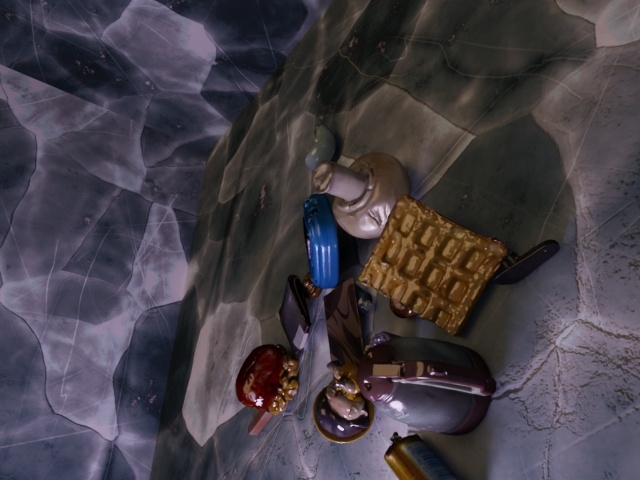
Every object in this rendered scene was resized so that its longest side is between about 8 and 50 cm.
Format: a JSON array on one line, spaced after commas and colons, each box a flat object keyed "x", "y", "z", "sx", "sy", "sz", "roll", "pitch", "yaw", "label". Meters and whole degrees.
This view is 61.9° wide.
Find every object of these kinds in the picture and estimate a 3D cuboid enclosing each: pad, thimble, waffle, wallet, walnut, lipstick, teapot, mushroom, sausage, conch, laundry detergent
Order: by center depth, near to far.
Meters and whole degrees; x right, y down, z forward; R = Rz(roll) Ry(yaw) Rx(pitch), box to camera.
[{"x": 0.260, "y": 0.343, "z": 1.308, "sx": 0.315, "sy": 0.312, "sz": 0.233, "roll": -25, "pitch": 53, "yaw": 52, "label": "teapot"}, {"x": 0.256, "y": 0.594, "z": 1.356, "sx": 0.125, "sy": 0.117, "sz": 0.317, "roll": -53, "pitch": 28, "yaw": -1, "label": "sausage"}, {"x": 0.309, "y": 0.067, "z": 1.498, "sx": 0.348, "sy": 0.078, "sz": 0.304, "roll": 32, "pitch": 100, "yaw": 28, "label": "waffle"}, {"x": 0.206, "y": 0.358, "z": 1.611, "sx": 0.150, "sy": 0.098, "sz": 0.150, "roll": -37, "pitch": 42, "yaw": 43, "label": "thimble"}, {"x": 0.261, "y": 0.182, "z": 1.641, "sx": 0.127, "sy": 0.087, "sz": 0.127, "roll": -42, "pitch": 34, "yaw": 39, "label": "mushroom"}, {"x": 0.136, "y": -0.176, "z": 1.829, "sx": 0.315, "sy": 0.336, "sz": 0.314, "roll": -21, "pitch": 61, "yaw": 43, "label": "mushroom"}, {"x": 0.078, "y": 0.316, "z": 1.870, "sx": 0.220, "sy": 0.004, "sz": 0.329, "roll": -42, "pitch": 48, "yaw": 50, "label": "pad"}, {"x": 0.124, "y": 0.207, "z": 1.887, "sx": 0.206, "sy": 0.061, "sz": 0.096, "roll": 23, "pitch": 89, "yaw": 61, "label": "laundry detergent"}, {"x": -0.201, "y": 0.535, "z": 2.099, "sx": 0.244, "sy": 0.222, "sz": 0.268, "roll": 7, "pitch": 71, "yaw": 28, "label": "walnut"}, {"x": -0.096, "y": 0.301, "z": 2.132, "sx": 0.262, "sy": 0.072, "sz": 0.220, "roll": -110, "pitch": 28, "yaw": -42, "label": "wallet"}, {"x": -0.031, "y": 0.179, "z": 2.148, "sx": 0.109, "sy": 0.085, "sz": 0.126, "roll": 112, "pitch": 171, "yaw": -69, "label": "mushroom"}, {"x": -0.244, "y": 0.737, "z": 2.188, "sx": 0.145, "sy": 0.045, "sz": 0.045, "roll": -55, "pitch": 31, "yaw": 22, "label": "lipstick"}, {"x": 0.002, "y": -0.417, "z": 2.435, "sx": 0.185, "sy": 0.121, "sz": 0.220, "roll": -11, "pitch": 55, "yaw": 61, "label": "conch"}]

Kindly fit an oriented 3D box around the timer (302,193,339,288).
[{"x": 0.000, "y": 0.000, "z": 2.029, "sx": 0.340, "sy": 0.115, "sz": 0.308, "roll": -103, "pitch": 10, "yaw": -58, "label": "timer"}]

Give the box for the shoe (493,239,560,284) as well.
[{"x": 0.507, "y": 0.047, "z": 1.331, "sx": 0.179, "sy": 0.071, "sz": 0.049, "roll": -43, "pitch": 37, "yaw": 29, "label": "shoe"}]

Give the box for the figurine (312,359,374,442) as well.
[{"x": 0.082, "y": 0.493, "z": 1.635, "sx": 0.192, "sy": 0.167, "sz": 0.256, "roll": 43, "pitch": 131, "yaw": 36, "label": "figurine"}]
